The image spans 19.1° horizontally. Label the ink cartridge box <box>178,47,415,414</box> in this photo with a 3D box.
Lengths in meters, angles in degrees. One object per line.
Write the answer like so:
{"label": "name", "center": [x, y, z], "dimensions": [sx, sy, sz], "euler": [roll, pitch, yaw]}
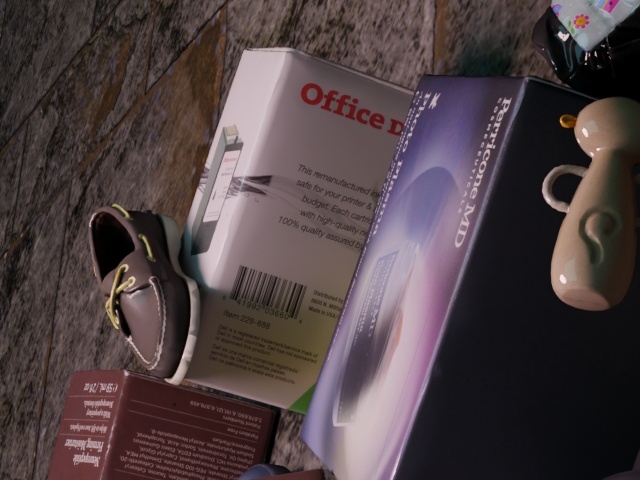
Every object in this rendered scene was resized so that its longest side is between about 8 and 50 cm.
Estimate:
{"label": "ink cartridge box", "center": [0.000, 0.000, 1.643], "dimensions": [0.121, 0.211, 0.289], "euler": [18, 89, 68]}

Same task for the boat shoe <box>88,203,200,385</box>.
{"label": "boat shoe", "center": [-0.151, 0.043, 1.588], "dimensions": [0.081, 0.068, 0.228], "euler": [-64, 23, 21]}

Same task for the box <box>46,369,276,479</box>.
{"label": "box", "center": [-0.168, 0.244, 1.889], "dimensions": [0.168, 0.167, 0.203], "euler": [-10, 65, 64]}

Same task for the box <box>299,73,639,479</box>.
{"label": "box", "center": [0.130, 0.048, 1.292], "dimensions": [0.294, 0.182, 0.296], "euler": [-155, 83, -78]}

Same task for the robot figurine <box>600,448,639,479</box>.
{"label": "robot figurine", "center": [0.193, 0.238, 1.052], "dimensions": [0.173, 0.209, 0.278], "euler": [-31, 27, 52]}

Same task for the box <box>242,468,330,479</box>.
{"label": "box", "center": [-0.033, 0.362, 1.337], "dimensions": [0.191, 0.143, 0.381], "euler": [-102, 7, -49]}

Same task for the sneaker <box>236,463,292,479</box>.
{"label": "sneaker", "center": [-0.081, 0.330, 1.685], "dimensions": [0.112, 0.131, 0.319], "euler": [-48, 33, 44]}

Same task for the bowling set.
{"label": "bowling set", "center": [0.271, 0.011, 1.100], "dimensions": [0.200, 0.287, 0.154], "euler": [80, -158, -64]}

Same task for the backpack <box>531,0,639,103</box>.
{"label": "backpack", "center": [0.241, -0.176, 1.317], "dimensions": [0.182, 0.152, 0.115], "euler": [-48, 59, 18]}
